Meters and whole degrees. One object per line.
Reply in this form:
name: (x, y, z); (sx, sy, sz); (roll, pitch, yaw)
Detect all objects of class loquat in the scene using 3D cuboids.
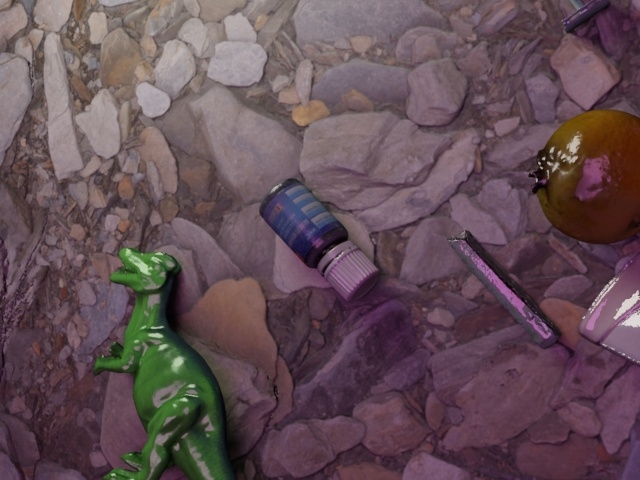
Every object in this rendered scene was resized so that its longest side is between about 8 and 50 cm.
loquat: (0.368, -0.080, 1.115); (0.205, 0.149, 0.172); (7, 89, 10)

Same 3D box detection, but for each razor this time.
razor: (0.333, -0.357, 1.208); (0.068, 0.040, 0.135); (-34, 68, 18)

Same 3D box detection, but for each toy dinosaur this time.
toy dinosaur: (-0.157, 0.239, 1.368); (0.500, 0.144, 0.374); (15, 81, 21)

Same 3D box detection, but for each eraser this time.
eraser: (0.469, 0.062, 1.094); (0.243, 0.059, 0.204); (-55, 40, -2)

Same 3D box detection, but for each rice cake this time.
rice cake: (0.254, 0.065, 1.219); (0.207, 0.033, 0.033); (50, 116, 19)

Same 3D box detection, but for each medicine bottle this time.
medicine bottle: (0.000, 0.000, 1.310); (0.203, 0.083, 0.083); (45, 105, 18)
